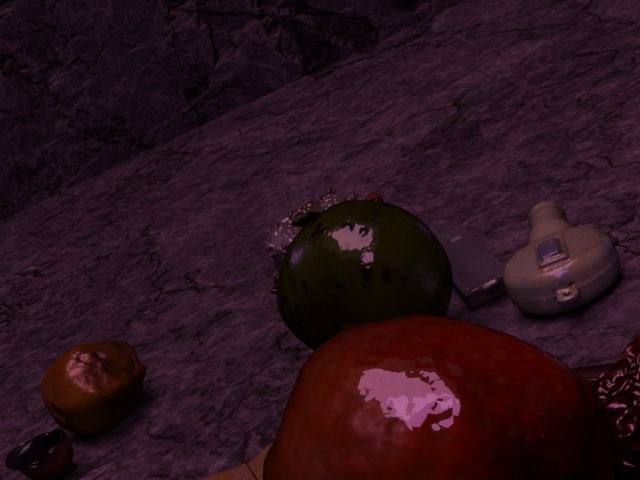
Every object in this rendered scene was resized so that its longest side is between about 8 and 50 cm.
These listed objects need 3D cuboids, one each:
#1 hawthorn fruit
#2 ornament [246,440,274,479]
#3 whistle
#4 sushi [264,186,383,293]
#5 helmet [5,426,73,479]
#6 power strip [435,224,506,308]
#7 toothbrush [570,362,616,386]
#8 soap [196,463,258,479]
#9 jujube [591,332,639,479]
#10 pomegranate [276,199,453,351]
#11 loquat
[{"bbox_3d":[0.091,0.172,1.057,0.261,0.258,0.258,-5,24,16],"label":"hawthorn fruit"},{"bbox_3d":[0.018,0.214,1.320,0.180,0.059,0.201,-38,20,-23],"label":"ornament"},{"bbox_3d":[0.261,0.012,1.544,0.126,0.067,0.258,-21,16,12],"label":"whistle"},{"bbox_3d":[-0.003,-0.003,1.895,0.226,0.103,0.097,-35,3,-32],"label":"sushi"},{"bbox_3d":[-0.329,0.264,1.670,0.084,0.049,0.065,-21,28,20],"label":"helmet"},{"bbox_3d":[0.175,0.026,1.680,0.060,0.027,0.253,-27,18,-1],"label":"power strip"},{"bbox_3d":[0.161,0.150,1.337,0.364,0.041,0.041,-12,22,37],"label":"toothbrush"},{"bbox_3d":[-0.122,0.279,1.215,0.232,0.073,0.140,-25,26,31],"label":"soap"},{"bbox_3d":[0.274,0.129,1.149,0.166,0.104,0.104,-33,19,-15],"label":"jujube"},{"bbox_3d":[0.049,0.069,1.516,0.202,0.202,0.248,-16,48,27],"label":"pomegranate"},{"bbox_3d":[-0.282,0.182,1.753,0.137,0.113,0.137,-33,-7,-4],"label":"loquat"}]
